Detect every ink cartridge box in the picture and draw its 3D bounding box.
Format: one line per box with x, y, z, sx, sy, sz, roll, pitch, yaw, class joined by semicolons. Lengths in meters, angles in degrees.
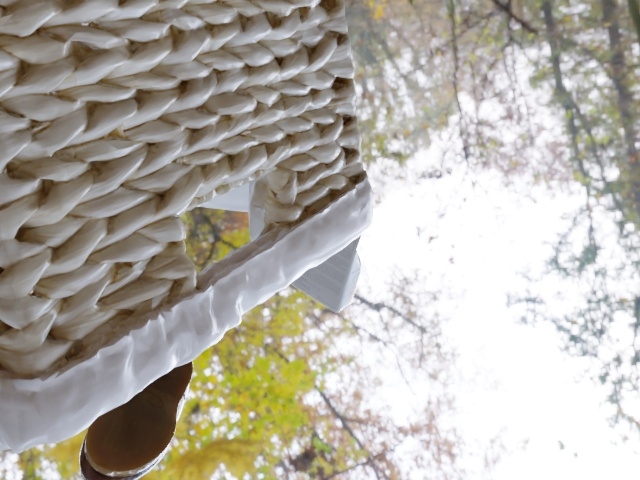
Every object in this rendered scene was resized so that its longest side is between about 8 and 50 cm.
0.000;0.000;1.273;0.145;0.179;0.045;30;-149;23;ink cartridge box

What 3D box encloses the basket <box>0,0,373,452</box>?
-0.181;-0.091;0.525;0.332;0.266;0.328;9;-155;30;basket

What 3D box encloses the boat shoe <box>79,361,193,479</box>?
-0.174;0.178;0.803;0.073;0.073;0.207;29;-159;0;boat shoe
